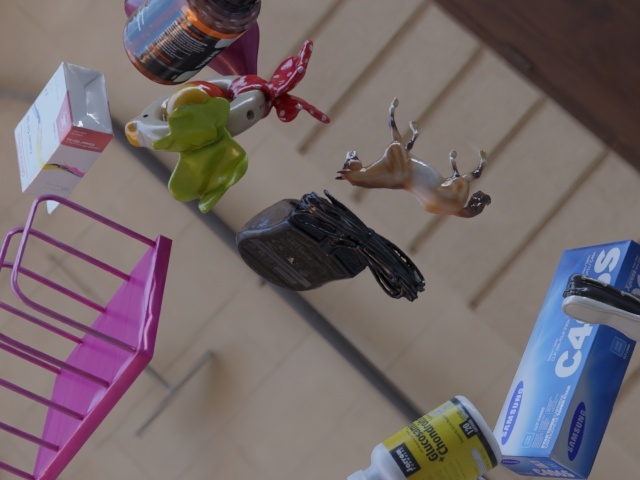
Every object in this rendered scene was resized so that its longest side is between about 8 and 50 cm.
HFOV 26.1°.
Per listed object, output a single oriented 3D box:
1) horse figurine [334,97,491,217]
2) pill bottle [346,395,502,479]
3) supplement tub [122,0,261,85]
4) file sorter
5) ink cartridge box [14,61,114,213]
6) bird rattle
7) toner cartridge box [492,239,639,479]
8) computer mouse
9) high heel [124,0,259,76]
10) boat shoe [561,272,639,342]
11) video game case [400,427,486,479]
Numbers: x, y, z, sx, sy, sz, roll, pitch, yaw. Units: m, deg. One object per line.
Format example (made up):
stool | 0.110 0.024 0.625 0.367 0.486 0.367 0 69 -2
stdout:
horse figurine | 0.168 -0.108 2.193 0.066 0.263 0.174 -43 20 51
pill bottle | 0.130 0.284 1.756 0.184 0.103 0.103 -31 -18 -7
supplement tub | -0.138 -0.261 1.579 0.106 0.106 0.198 -33 2 -41
file sorter | -0.333 0.117 1.646 0.290 0.182 0.202 -50 23 34
ink cartridge box | -0.362 -0.136 1.897 0.067 0.115 0.198 11 -39 -34
bird rattle | -0.126 -0.165 1.695 0.253 0.207 0.143 -48 -48 -33
toner cartridge box | 0.371 0.172 2.014 0.165 0.075 0.348 -16 47 63
computer mouse | 0.000 0.000 1.661 0.272 0.188 0.072 -9 44 57
high heel | -0.190 -0.291 2.001 0.127 0.181 0.377 -19 6 -16
boat shoe | 0.285 0.065 1.288 0.046 0.125 0.038 115 172 -62
video game case | 0.165 0.373 2.042 0.019 0.157 0.143 -46 14 46
